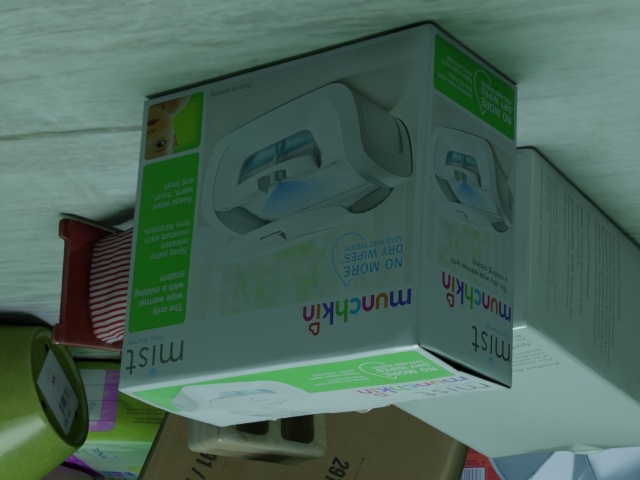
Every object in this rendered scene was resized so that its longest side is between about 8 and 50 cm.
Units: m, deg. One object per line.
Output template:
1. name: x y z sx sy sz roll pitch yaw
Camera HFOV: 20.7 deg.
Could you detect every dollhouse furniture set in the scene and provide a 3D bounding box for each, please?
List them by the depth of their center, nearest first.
1. dollhouse furniture set: -0.111 0.151 1.474 0.152 0.374 0.201 15 156 -40

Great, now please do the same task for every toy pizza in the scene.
1. toy pizza: 0.265 0.189 1.801 0.201 0.201 0.032 -3 -170 19

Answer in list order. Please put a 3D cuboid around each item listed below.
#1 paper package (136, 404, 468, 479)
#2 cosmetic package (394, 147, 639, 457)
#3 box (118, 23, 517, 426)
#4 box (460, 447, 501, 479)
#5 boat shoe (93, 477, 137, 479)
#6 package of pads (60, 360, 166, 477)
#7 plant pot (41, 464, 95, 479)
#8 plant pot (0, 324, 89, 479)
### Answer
1. paper package: -0.031 0.276 1.791 0.309 0.325 0.168 17 160 10
2. cosmetic package: 0.164 0.071 1.520 0.217 0.156 0.385 -7 158 28
3. box: 0.000 0.000 1.243 0.262 0.231 0.127 -10 156 35
4. box: 0.296 0.224 1.912 0.300 0.154 0.142 -5 159 21
5. boat shoe: -0.472 0.308 2.243 0.500 0.187 0.156 10 154 -31
6. package of pads: -0.203 0.215 2.052 0.296 0.101 0.229 1 161 8
7. plant pot: -0.351 0.360 2.064 0.284 0.191 0.284 11 165 3
8. plant pot: -0.408 0.200 1.876 0.293 0.275 0.275 -19 155 12
